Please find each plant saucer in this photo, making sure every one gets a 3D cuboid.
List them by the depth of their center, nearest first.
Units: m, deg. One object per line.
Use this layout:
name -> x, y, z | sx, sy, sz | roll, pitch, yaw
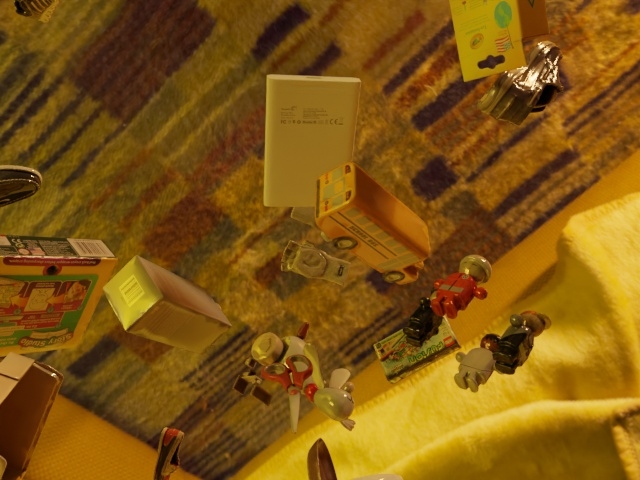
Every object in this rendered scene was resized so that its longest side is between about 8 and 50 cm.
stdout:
plant saucer -> 0.007, 0.454, 1.031 | 0.029, 0.168, 0.168 | -18, 119, 4

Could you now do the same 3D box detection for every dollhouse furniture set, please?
dollhouse furniture set -> -0.147, 0.369, 1.446 | 0.081, 0.091, 0.114 | -17, 128, 46

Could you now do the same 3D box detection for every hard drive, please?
hard drive -> -0.026, -0.228, 1.327 | 0.210, 0.040, 0.318 | -1, 123, -9

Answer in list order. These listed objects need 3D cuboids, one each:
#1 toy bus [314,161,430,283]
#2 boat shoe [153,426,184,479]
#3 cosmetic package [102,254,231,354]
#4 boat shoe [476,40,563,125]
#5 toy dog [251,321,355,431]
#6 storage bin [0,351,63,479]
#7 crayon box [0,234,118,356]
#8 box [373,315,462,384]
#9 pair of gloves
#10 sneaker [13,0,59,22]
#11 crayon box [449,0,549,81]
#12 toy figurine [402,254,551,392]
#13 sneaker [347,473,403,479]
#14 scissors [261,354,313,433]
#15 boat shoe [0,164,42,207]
toy bus -> 0.120, -0.024, 1.161 | 0.130, 0.108, 0.333 | -24, 140, 32
boat shoe -> -0.308, 0.449, 1.137 | 0.043, 0.049, 0.137 | 11, 96, 5
cosmetic package -> -0.300, 0.136, 1.121 | 0.107, 0.127, 0.238 | -44, 146, 0
boat shoe -> 0.519, -0.375, 1.382 | 0.130, 0.355, 0.132 | 44, 147, 8
toy dog -> -0.015, 0.314, 1.411 | 0.161, 0.334, 0.220 | -54, 150, -11
storage bin -> -0.589, 0.375, 0.986 | 0.123, 0.262, 0.260 | 24, 102, -12
crayon box -> -0.752, 0.145, 1.430 | 0.363, 0.106, 0.313 | 5, 120, -56
box -> 0.251, 0.276, 1.458 | 0.207, 0.114, 0.036 | -32, 138, 12
pair of gloves -> 0.000, 0.000, 1.649 | 0.204, 0.042, 0.240 | 13, 74, -5
sneaker -> -0.582, -0.504, 1.137 | 0.075, 0.170, 0.063 | -10, 84, -38
crayon box -> 0.360, -0.511, 1.164 | 0.081, 0.202, 0.318 | -17, 103, -22
toy figurine -> 0.285, 0.154, 1.035 | 0.209, 0.148, 0.213 | 41, 146, 11
sneaker -> -0.023, 0.397, 0.711 | 0.321, 0.127, 0.126 | -7, 141, -19
scissors -> -0.043, 0.291, 1.101 | 0.109, 0.297, 0.021 | -11, 102, -15
boat shoe -> -0.771, -0.086, 1.228 | 0.303, 0.091, 0.114 | -16, 149, -15
